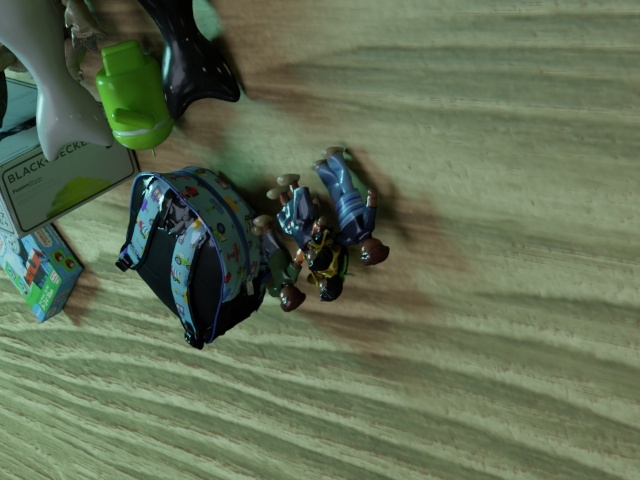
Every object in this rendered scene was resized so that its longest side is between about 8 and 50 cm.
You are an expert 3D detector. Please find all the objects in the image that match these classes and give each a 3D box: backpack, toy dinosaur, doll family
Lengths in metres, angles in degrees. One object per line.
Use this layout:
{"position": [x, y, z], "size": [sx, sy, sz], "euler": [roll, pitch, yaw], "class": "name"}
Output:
{"position": [-0.120, -0.004, 1.464], "size": [0.158, 0.117, 0.173], "euler": [45, 148, 22], "class": "backpack"}
{"position": [-0.297, -0.253, 1.512], "size": [0.200, 0.127, 0.295], "euler": [-101, 30, -43], "class": "toy dinosaur"}
{"position": [0.000, 0.000, 1.332], "size": [0.193, 0.076, 0.111], "euler": [116, 136, -61], "class": "doll family"}

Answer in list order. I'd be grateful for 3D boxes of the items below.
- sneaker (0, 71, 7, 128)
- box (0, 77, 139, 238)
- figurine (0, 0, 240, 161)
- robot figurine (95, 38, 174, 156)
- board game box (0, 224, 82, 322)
{"position": [-0.387, -0.210, 1.643], "size": [0.106, 0.078, 0.234], "euler": [-64, 27, 26], "class": "sneaker"}
{"position": [-0.361, -0.102, 1.678], "size": [0.290, 0.169, 0.087], "euler": [17, 130, 48], "class": "box"}
{"position": [-0.204, -0.189, 1.357], "size": [0.092, 0.215, 0.209], "euler": [-92, -19, -64], "class": "figurine"}
{"position": [-0.188, -0.143, 1.486], "size": [0.101, 0.067, 0.115], "euler": [-119, 13, -62], "class": "robot figurine"}
{"position": [-0.407, -0.009, 1.959], "size": [0.211, 0.039, 0.160], "euler": [54, 150, 9], "class": "board game box"}
